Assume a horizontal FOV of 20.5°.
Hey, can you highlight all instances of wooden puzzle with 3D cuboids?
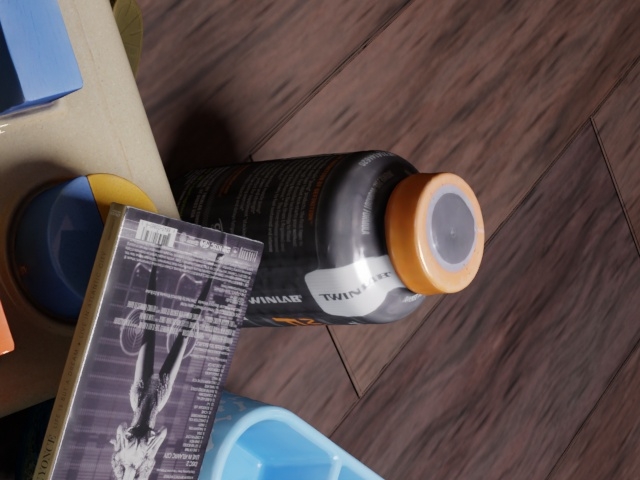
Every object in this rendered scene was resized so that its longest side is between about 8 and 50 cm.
[{"bbox_3d":[-0.226,-0.049,1.120,0.348,0.080,0.322,-20,93,-43],"label":"wooden puzzle"}]

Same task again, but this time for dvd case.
[{"bbox_3d":[-0.114,0.095,1.152,0.164,0.018,0.221,16,89,-60],"label":"dvd case"}]

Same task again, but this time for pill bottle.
[{"bbox_3d":[0.000,0.000,1.329,0.130,0.246,0.130,5,83,-50],"label":"pill bottle"}]

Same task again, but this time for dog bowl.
[{"bbox_3d":[-0.026,0.229,1.416,0.297,0.074,0.166,41,56,-42],"label":"dog bowl"}]

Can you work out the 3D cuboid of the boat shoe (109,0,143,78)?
[{"bbox_3d":[-0.167,-0.105,1.300,0.056,0.048,0.153,8,87,-63],"label":"boat shoe"}]

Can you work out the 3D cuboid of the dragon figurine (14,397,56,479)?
[{"bbox_3d":[-0.157,0.146,1.249,0.144,0.085,0.289,42,52,-38],"label":"dragon figurine"}]
